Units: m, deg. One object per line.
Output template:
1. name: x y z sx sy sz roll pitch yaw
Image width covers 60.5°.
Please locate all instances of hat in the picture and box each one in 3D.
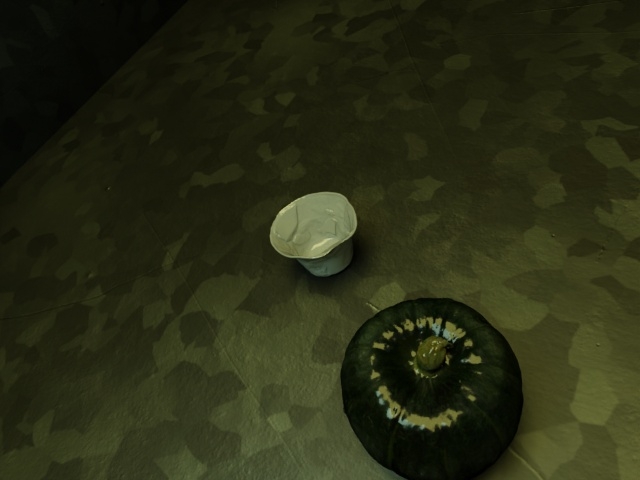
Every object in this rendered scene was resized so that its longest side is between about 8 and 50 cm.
1. hat: 0.000 0.000 1.211 0.203 0.126 0.203 -12 49 14

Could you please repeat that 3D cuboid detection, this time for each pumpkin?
1. pumpkin: 0.177 0.233 0.889 0.300 0.207 0.300 -6 53 8
